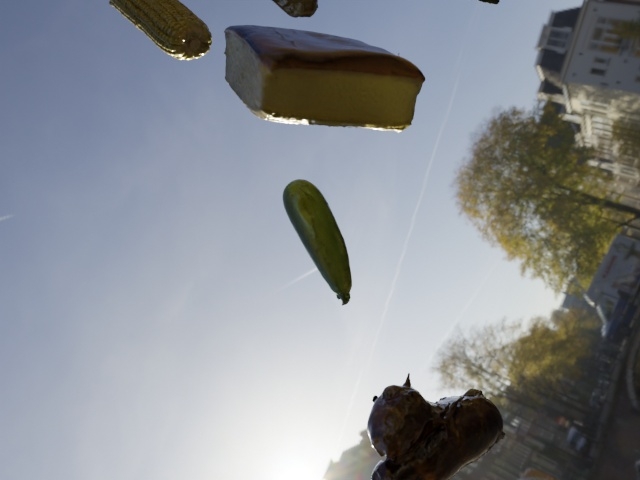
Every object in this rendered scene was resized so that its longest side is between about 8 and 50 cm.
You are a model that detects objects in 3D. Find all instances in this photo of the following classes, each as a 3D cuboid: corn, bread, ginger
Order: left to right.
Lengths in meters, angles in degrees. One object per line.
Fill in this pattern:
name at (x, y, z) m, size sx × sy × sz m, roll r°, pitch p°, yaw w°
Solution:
corn at (-0.221, -0.306, 0.757) m, size 0.085 × 0.165 × 0.063 m, roll -33°, pitch -27°, yaw -38°
bread at (-0.046, -0.371, 0.811) m, size 0.110 × 0.066 × 0.060 m, roll 21°, pitch -75°, yaw -50°
bread at (-0.004, -0.332, 1.107) m, size 0.332 × 0.324 × 0.143 m, roll -2°, pitch -62°, yaw -24°
ginger at (0.263, 0.418, 1.265) m, size 0.418 × 0.176 × 0.255 m, roll -8°, pitch -94°, yaw -35°

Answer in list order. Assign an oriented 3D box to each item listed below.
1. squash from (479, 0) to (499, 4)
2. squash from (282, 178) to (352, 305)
squash at (0.164, -0.423, 0.842) m, size 0.184 × 0.192 × 0.085 m, roll -5°, pitch -59°, yaw -20°
squash at (0.007, -0.004, 1.502) m, size 0.118 × 0.371 × 0.118 m, roll -26°, pitch -13°, yaw -7°
